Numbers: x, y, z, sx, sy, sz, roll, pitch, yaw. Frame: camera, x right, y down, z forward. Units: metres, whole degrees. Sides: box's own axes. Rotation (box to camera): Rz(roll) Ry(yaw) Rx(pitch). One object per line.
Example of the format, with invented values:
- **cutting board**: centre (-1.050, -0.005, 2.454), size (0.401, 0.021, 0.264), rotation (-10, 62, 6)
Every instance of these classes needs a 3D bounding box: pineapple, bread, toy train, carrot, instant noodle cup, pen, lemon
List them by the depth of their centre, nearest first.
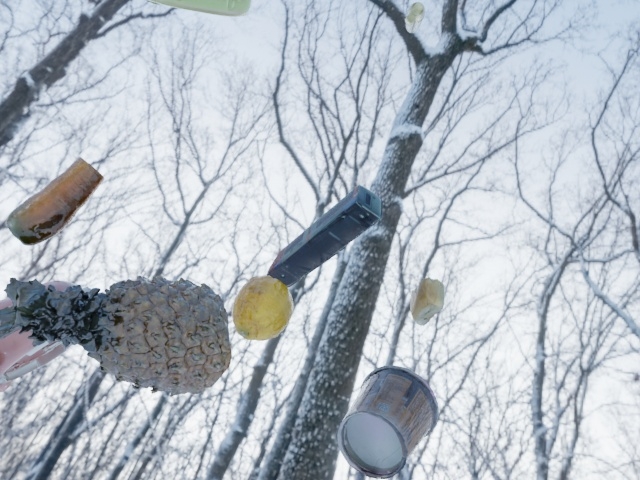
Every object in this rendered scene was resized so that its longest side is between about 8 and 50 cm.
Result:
- **pineapple**: centre (-0.318, 0.141, 0.924), size (0.361, 0.202, 0.202), rotation (17, -28, -41)
- **carrot**: centre (-0.494, -0.070, 1.096), size (0.087, 0.193, 0.087), rotation (38, -23, 19)
- **pen**: centre (0.179, -0.424, 1.122), size (0.032, 0.233, 0.040), rotation (40, -78, -2)
- **lemon**: centre (-0.138, 0.163, 1.368), size (0.142, 0.187, 0.142), rotation (12, -53, 16)
- **instant noodle cup**: centre (0.158, 0.443, 1.405), size (0.217, 0.207, 0.218), rotation (7, -74, 25)
- **toy train**: centre (0.000, 0.000, 1.530), size (0.086, 0.089, 0.409), rotation (31, -45, -22)
- **bread**: centre (0.307, 0.175, 1.697), size (0.082, 0.106, 0.125), rotation (27, -44, -6)

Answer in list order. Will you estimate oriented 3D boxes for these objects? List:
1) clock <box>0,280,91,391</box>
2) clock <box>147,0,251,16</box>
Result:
- **clock**: centre (-0.539, 0.155, 1.081), size (0.142, 0.241, 0.227), rotation (56, -25, 5)
- **clock**: centre (-0.341, -0.618, 1.314), size (0.348, 0.286, 0.117), rotation (41, -56, 35)
